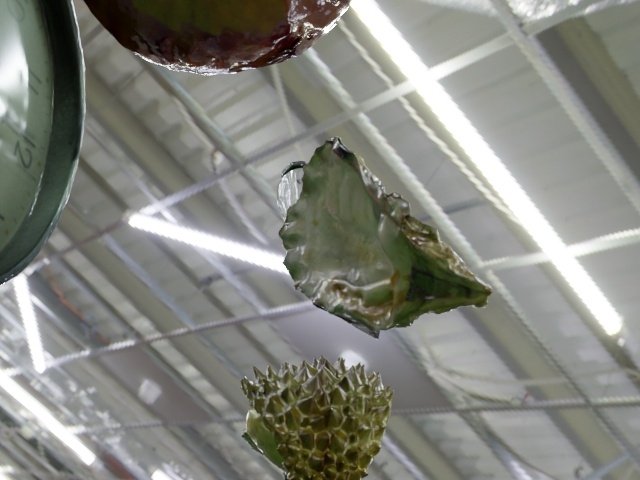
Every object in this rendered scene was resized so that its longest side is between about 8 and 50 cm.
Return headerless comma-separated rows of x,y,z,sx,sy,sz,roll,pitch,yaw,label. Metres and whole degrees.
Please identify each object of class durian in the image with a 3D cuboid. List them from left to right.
-0.012,0.218,1.077,0.306,0.172,0.166,177,-91,-67,durian

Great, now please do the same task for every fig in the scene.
-0.032,-0.129,0.383,0.128,0.150,0.128,5,-82,42,fig

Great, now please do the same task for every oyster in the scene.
0.023,-0.006,0.540,0.146,0.045,0.122,-21,-96,52,oyster

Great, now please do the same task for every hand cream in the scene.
0.000,0.000,1.270,0.121,0.336,0.076,26,-64,-31,hand cream

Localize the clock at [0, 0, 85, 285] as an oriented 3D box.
-0.187,-0.079,0.448,0.049,0.226,0.226,2,-43,16,clock
